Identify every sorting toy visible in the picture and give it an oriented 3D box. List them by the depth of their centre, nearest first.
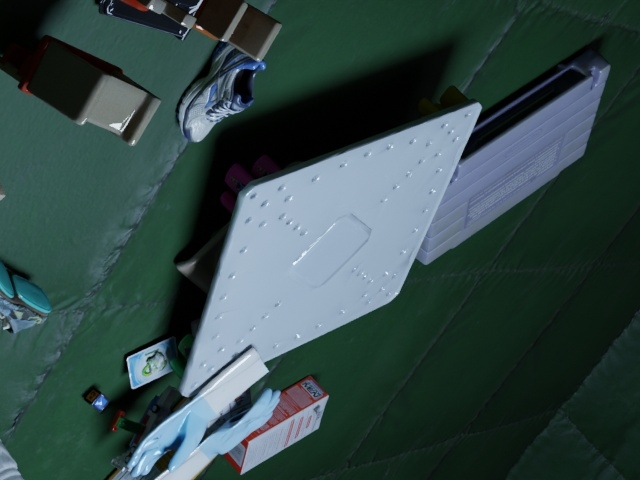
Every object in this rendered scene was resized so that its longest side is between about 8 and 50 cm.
[{"bbox_3d":[-0.075,-0.006,1.793,0.208,0.038,0.193,-40,155,0],"label":"sorting toy"}]

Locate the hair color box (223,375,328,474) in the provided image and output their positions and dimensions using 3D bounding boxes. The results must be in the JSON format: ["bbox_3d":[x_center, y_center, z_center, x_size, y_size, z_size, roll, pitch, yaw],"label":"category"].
[{"bbox_3d":[-0.071,0.293,2.227,0.167,0.053,0.093,-25,148,-33],"label":"hair color box"}]

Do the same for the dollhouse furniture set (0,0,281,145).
[{"bbox_3d":[-0.166,-0.228,1.215,0.262,0.135,0.259,21,102,-55],"label":"dollhouse furniture set"}]

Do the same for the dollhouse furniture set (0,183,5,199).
[{"bbox_3d":[-0.372,-0.028,1.207,0.151,0.144,0.123,-41,154,27],"label":"dollhouse furniture set"}]

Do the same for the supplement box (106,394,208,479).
[{"bbox_3d":[-0.212,0.310,2.011,0.233,0.080,0.078,-45,154,5],"label":"supplement box"}]

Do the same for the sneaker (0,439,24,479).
[{"bbox_3d":[-0.431,0.381,1.680,0.108,0.169,0.292,-8,138,-55],"label":"sneaker"}]

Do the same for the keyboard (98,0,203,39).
[{"bbox_3d":[-0.068,-0.326,1.317,0.201,0.033,0.317,9,123,-53],"label":"keyboard"}]

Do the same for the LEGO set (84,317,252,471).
[{"bbox_3d":[-0.207,0.201,1.877,0.244,0.060,0.182,-24,122,-34],"label":"LEGO set"}]

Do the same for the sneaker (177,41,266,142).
[{"bbox_3d":[-0.104,-0.153,1.491,0.052,0.058,0.135,-7,136,-53],"label":"sneaker"}]

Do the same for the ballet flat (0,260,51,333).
[{"bbox_3d":[-0.342,0.053,1.445,0.070,0.070,0.188,-42,152,-6],"label":"ballet flat"}]

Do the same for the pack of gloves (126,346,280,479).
[{"bbox_3d":[-0.145,0.266,1.881,0.232,0.046,0.195,-39,151,-8],"label":"pack of gloves"}]

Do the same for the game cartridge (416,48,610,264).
[{"bbox_3d":[0.280,-0.125,2.120,0.355,0.068,0.230,-33,157,-24],"label":"game cartridge"}]

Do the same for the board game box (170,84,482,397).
[{"bbox_3d":[0.000,0.000,1.797,0.390,0.050,0.390,-23,149,-36],"label":"board game box"}]
